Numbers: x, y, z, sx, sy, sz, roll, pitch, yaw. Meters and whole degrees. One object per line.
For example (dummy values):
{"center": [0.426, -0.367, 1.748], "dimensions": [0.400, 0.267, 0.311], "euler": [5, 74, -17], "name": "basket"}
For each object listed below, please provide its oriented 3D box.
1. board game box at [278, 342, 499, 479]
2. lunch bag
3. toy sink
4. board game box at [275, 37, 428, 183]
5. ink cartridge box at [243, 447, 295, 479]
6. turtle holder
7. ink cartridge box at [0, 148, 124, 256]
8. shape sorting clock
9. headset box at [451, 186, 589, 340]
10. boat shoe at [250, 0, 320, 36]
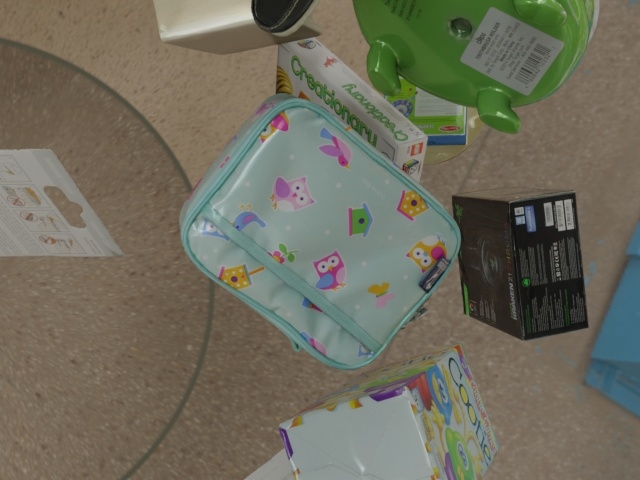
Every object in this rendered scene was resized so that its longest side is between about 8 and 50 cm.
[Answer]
{"center": [0.087, 0.216, 0.932], "dimensions": [0.144, 0.275, 0.142], "euler": [-20, 85, 19], "name": "board game box"}
{"center": [0.000, 0.000, 0.915], "dimensions": [0.279, 0.108, 0.224], "euler": [39, 90, -17], "name": "lunch bag"}
{"center": [-0.098, -0.315, 1.058], "dimensions": [0.153, 0.234, 0.131], "euler": [-8, 97, 13], "name": "toy sink"}
{"center": [0.030, -0.143, 1.209], "dimensions": [0.053, 0.305, 0.193], "euler": [-19, 137, -26], "name": "board game box"}
{"center": [0.008, 0.507, 1.501], "dimensions": [0.197, 0.270, 0.198], "euler": [-38, 117, -2], "name": "ink cartridge box"}
{"center": [0.152, -0.289, 0.958], "dimensions": [0.227, 0.320, 0.243], "euler": [-62, 149, -33], "name": "turtle holder"}
{"center": [-0.330, -0.049, 0.845], "dimensions": [0.232, 0.189, 0.066], "euler": [-4, 58, 9], "name": "ink cartridge box"}
{"center": [0.180, -0.225, 1.455], "dimensions": [0.206, 0.040, 0.206], "euler": [-4, 70, 11], "name": "shape sorting clock"}
{"center": [0.356, 0.030, 1.571], "dimensions": [0.131, 0.283, 0.246], "euler": [-9, 98, -12], "name": "headset box"}
{"center": [-0.019, -0.294, 0.753], "dimensions": [0.079, 0.084, 0.233], "euler": [-12, 135, -48], "name": "boat shoe"}
